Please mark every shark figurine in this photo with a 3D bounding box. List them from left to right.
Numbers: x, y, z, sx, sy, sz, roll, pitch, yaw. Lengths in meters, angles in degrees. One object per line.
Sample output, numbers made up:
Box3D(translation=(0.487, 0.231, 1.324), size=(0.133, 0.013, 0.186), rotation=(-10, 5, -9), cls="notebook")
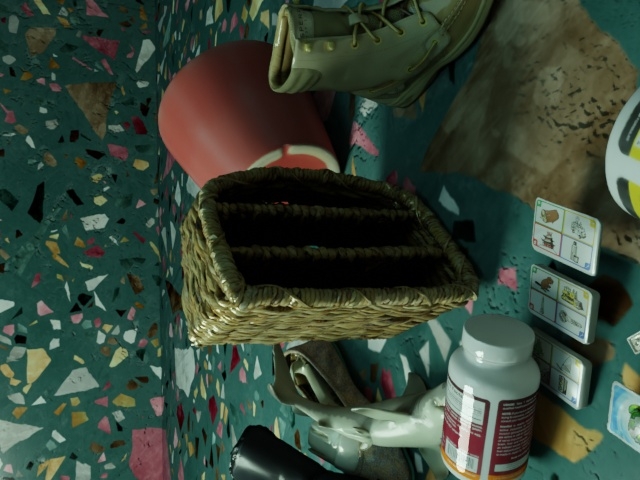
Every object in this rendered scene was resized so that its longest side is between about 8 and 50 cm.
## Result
Box3D(translation=(0.072, 0.199, 0.771), size=(0.278, 0.116, 0.166), rotation=(-1, 129, 28), cls="shark figurine")

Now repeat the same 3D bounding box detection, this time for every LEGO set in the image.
Box3D(translation=(0.262, 0.077, 0.486), size=(0.244, 0.060, 0.183), rotation=(-142, 46, -62), cls="LEGO set")

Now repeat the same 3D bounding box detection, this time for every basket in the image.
Box3D(translation=(0.000, 0.000, 0.727), size=(0.223, 0.299, 0.214), rotation=(137, 130, -60), cls="basket")

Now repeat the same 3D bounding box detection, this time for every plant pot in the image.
Box3D(translation=(-0.105, -0.156, 1.031), size=(0.243, 0.274, 0.275), rotation=(58, 140, 36), cls="plant pot")

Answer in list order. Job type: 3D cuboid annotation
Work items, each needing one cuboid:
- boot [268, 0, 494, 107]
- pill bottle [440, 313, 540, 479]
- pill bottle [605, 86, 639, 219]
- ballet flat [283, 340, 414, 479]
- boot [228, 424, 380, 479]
Box3D(translation=(0.062, -0.253, 0.710), size=(0.262, 0.203, 0.095), rotation=(134, 131, -58), cls="boot")
Box3D(translation=(0.164, 0.153, 0.595), size=(0.086, 0.086, 0.152), rotation=(-139, 46, -59), cls="pill bottle")
Box3D(translation=(0.270, -0.024, 0.335), size=(0.208, 0.119, 0.119), rotation=(-120, 38, -58), cls="pill bottle")
Box3D(translation=(0.018, 0.260, 0.903), size=(0.316, 0.106, 0.108), rotation=(-132, 48, -55), cls="ballet flat")
Box3D(translation=(-0.027, 0.319, 0.805), size=(0.094, 0.207, 0.246), rotation=(-58, -13, -24), cls="boot")
